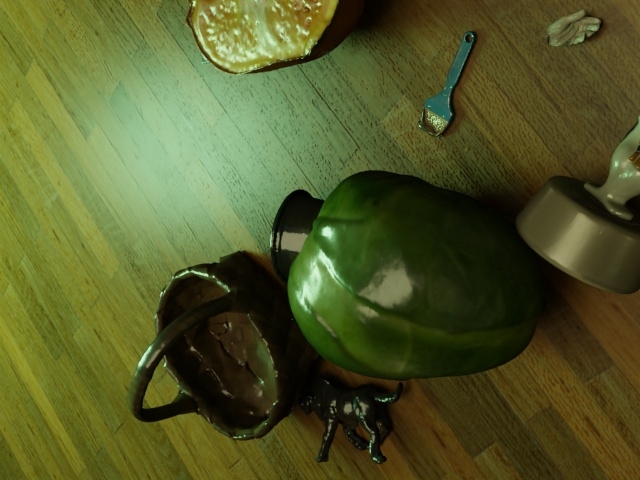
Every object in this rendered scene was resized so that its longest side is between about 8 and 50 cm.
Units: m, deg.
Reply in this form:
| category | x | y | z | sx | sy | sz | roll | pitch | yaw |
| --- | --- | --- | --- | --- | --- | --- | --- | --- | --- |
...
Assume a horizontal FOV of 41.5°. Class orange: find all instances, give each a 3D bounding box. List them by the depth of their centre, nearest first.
| category | x | y | z | sx | sy | sz | roll | pitch | yaw |
| --- | --- | --- | --- | --- | --- | --- | --- | --- | --- |
| orange | -0.062 | -0.380 | 1.256 | 0.310 | 0.274 | 0.274 | 162 | 90 | -77 |

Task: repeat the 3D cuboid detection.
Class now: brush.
| category | x | y | z | sx | sy | sz | roll | pitch | yaw |
| --- | --- | --- | --- | --- | --- | --- | --- | --- | --- |
| brush | 0.189 | -0.229 | 1.234 | 0.051 | 0.014 | 0.164 | 36 | 122 | 27 |

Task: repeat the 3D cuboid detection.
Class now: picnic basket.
| category | x | y | z | sx | sy | sz | roll | pitch | yaw |
| --- | --- | --- | --- | --- | --- | --- | --- | --- | --- |
| picnic basket | -0.207 | 0.207 | 1.495 | 0.337 | 0.337 | 0.293 | 43 | 124 | 24 |

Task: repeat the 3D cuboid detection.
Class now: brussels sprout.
| category | x | y | z | sx | sy | sz | roll | pitch | yaw |
| --- | --- | --- | --- | --- | --- | --- | --- | --- | --- |
| brussels sprout | 0.113 | 0.043 | 1.157 | 0.371 | 0.314 | 0.276 | -153 | 65 | -66 |

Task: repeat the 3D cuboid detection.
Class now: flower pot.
| category | x | y | z | sx | sy | sz | roll | pitch | yaw |
| --- | --- | --- | --- | --- | --- | --- | --- | --- | --- |
| flower pot | 0.000 | 0.000 | 1.377 | 0.106 | 0.157 | 0.158 | 10 | 109 | 28 |

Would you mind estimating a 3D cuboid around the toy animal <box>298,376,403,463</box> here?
| category | x | y | z | sx | sy | sz | roll | pitch | yaw |
| --- | --- | --- | --- | --- | --- | --- | --- | --- | --- |
| toy animal | 0.050 | 0.302 | 1.456 | 0.232 | 0.084 | 0.148 | -16 | 90 | 46 |

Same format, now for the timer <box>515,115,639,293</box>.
| category | x | y | z | sx | sy | sz | roll | pitch | yaw |
| --- | --- | --- | --- | --- | --- | --- | --- | --- | --- |
| timer | 0.377 | -0.089 | 1.023 | 0.175 | 0.175 | 0.266 | 39 | 117 | 27 |

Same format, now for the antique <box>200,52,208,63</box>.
| category | x | y | z | sx | sy | sz | roll | pitch | yaw |
| --- | --- | --- | --- | --- | --- | --- | --- | --- | --- |
| antique | -0.216 | -0.419 | 1.529 | 0.031 | 0.015 | 0.192 | -1 | 101 | 41 |

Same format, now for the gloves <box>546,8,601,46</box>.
| category | x | y | z | sx | sy | sz | roll | pitch | yaw |
| --- | --- | --- | --- | --- | --- | --- | --- | --- | --- |
| gloves | 0.320 | -0.273 | 1.090 | 0.081 | 0.037 | 0.044 | 3 | 130 | 30 |
